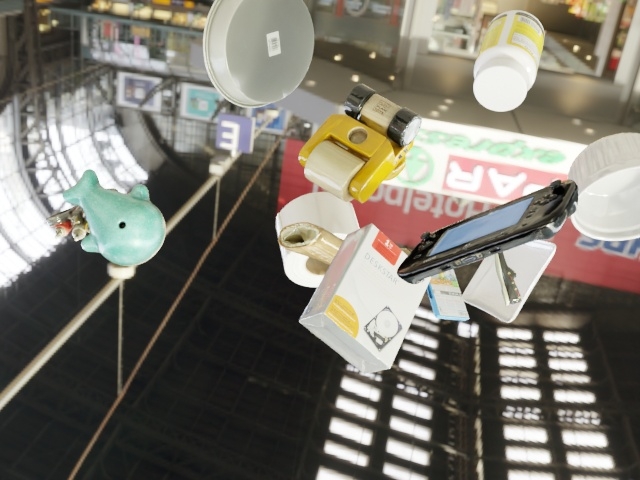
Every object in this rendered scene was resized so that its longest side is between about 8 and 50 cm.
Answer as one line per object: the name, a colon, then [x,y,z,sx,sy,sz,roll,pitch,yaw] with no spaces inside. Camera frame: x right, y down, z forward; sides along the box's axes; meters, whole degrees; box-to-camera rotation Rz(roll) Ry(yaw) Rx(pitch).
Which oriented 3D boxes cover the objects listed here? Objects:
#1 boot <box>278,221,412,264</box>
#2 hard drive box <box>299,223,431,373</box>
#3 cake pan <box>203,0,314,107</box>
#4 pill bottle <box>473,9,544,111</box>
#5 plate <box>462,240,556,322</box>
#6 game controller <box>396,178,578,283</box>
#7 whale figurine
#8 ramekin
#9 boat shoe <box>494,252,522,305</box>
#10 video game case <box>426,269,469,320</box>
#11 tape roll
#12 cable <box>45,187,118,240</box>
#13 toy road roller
boot: [0.070,0.029,1.719,0.236,0.089,0.270,-11,154,37]
hard drive box: [0.093,0.115,1.416,0.181,0.089,0.232,40,-124,-17]
cake pan: [-0.123,-0.434,1.574,0.293,0.293,0.054,-15,-151,-42]
pill bottle: [0.368,-0.352,1.402,0.119,0.119,0.208,14,-132,13]
plate: [0.593,0.111,2.238,0.045,0.278,0.277,32,179,-23]
game controller: [0.273,-0.011,1.192,0.319,0.067,0.166,-25,-176,41]
whale figurine: [-0.509,-0.061,1.749,0.272,0.216,0.141,43,172,1]
ramekin: [0.558,-0.103,1.320,0.207,0.207,0.109,6,-129,-5]
boat shoe: [0.442,0.086,1.689,0.042,0.132,0.049,-14,165,4]
video game case: [0.274,0.099,1.611,0.119,0.015,0.166,10,-122,-45]
tape roll: [0.000,0.000,2.103,0.246,0.246,0.169,0,-131,-18]
cable: [-0.637,-0.069,1.929,0.140,0.072,0.287,-6,-161,4]
toy road roller: [0.120,-0.227,1.911,0.203,0.240,0.329,34,-107,24]
